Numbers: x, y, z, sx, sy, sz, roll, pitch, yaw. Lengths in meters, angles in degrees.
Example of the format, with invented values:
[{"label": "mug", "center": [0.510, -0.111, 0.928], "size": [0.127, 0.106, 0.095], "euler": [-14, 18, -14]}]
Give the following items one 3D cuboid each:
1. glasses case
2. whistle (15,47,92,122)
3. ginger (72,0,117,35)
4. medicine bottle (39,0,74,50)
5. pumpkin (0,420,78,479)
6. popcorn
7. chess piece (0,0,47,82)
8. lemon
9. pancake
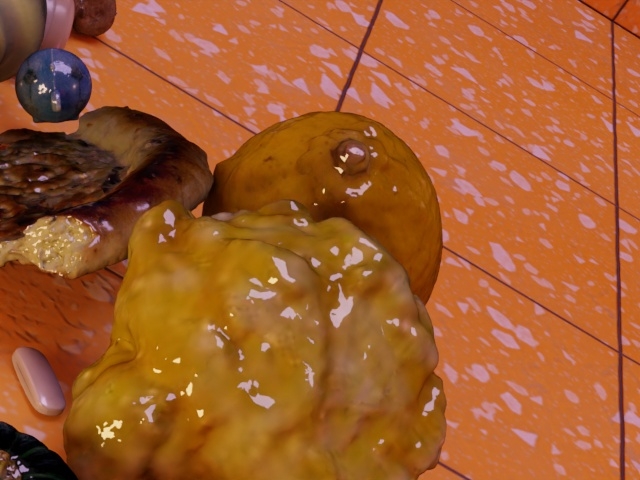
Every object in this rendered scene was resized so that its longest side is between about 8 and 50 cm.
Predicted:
[{"label": "glasses case", "center": [-0.264, 0.131, 1.518], "size": [0.032, 0.021, 0.083], "euler": [5, 38, -40]}, {"label": "whistle", "center": [-0.295, -0.176, 1.782], "size": [0.090, 0.090, 0.158], "euler": [22, 19, -22]}, {"label": "ginger", "center": [-0.351, -0.315, 2.106], "size": [0.204, 0.080, 0.104], "euler": [8, 30, -37]}, {"label": "medicine bottle", "center": [-0.428, -0.288, 1.938], "size": [0.252, 0.114, 0.114], "euler": [18, 30, -26]}, {"label": "pumpkin", "center": [-0.268, 0.217, 1.241], "size": [0.202, 0.140, 0.202], "euler": [28, 24, -14]}, {"label": "popcorn", "center": [-0.046, 0.138, 1.458], "size": [0.334, 0.293, 0.292], "euler": [21, 34, -6]}, {"label": "chess piece", "center": [-0.414, -0.194, 1.740], "size": [0.195, 0.194, 0.299], "euler": [27, 36, -14]}, {"label": "lemon", "center": [-0.002, 0.004, 1.710], "size": [0.285, 0.285, 0.316], "euler": [34, 3, 1]}, {"label": "pancake", "center": [-0.258, -0.069, 1.664], "size": [0.305, 0.066, 0.427], "euler": [4, 23, 14]}]
